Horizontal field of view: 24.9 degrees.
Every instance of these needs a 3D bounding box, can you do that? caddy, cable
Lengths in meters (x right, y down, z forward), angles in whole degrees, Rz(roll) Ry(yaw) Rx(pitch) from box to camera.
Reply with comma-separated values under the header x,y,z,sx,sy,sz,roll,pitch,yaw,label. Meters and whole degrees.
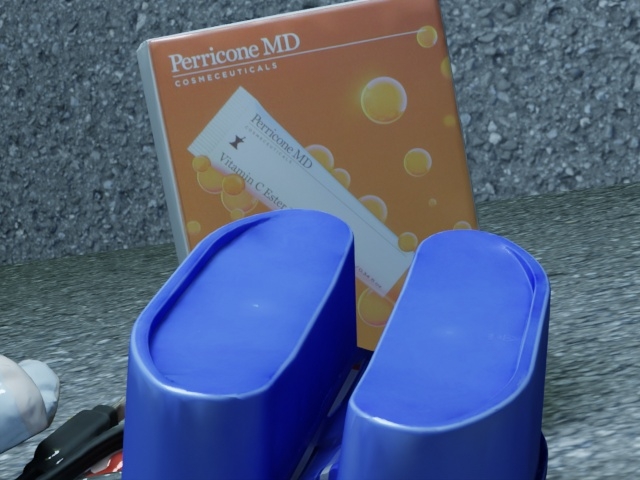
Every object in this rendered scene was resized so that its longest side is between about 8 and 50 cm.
x,y,z,sx,sy,sz,roll,pitch,yaw,label
0.013,0.115,0.858,0.241,0.179,0.341,7,22,12,caddy
-0.206,0.203,1.097,0.139,0.072,0.287,12,31,30,cable

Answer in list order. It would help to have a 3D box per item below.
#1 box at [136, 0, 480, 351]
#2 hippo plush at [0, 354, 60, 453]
x,y,z,sx,sy,sz,roll,pitch,yaw,label
0.000,0.000,1.102,0.215,0.345,0.168,-12,7,-8,box
-0.372,0.100,1.116,0.294,0.236,0.234,-28,-2,-23,hippo plush
